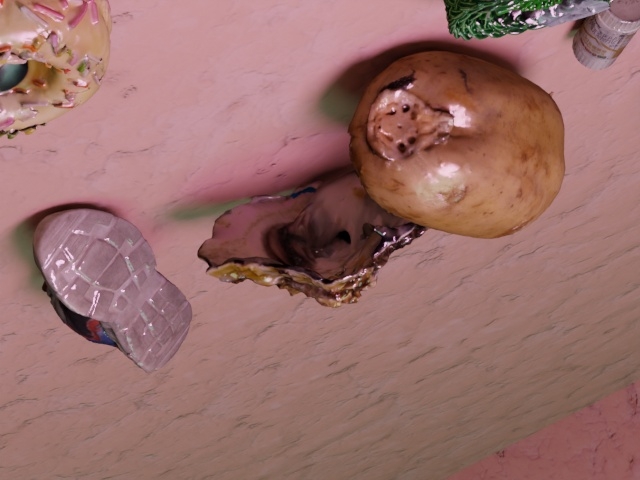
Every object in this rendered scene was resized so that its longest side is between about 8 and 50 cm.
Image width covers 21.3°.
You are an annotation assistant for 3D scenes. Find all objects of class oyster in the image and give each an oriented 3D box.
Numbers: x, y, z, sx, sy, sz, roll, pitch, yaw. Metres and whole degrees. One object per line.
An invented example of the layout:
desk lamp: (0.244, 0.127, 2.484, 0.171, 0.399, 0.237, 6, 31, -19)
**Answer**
oyster: (0.000, 0.000, 1.630, 0.223, 0.083, 0.214, -2, -159, 11)

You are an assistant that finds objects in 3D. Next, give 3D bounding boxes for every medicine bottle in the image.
medicine bottle: (0.265, -0.196, 1.552, 0.047, 0.047, 0.083, -14, 160, -20)

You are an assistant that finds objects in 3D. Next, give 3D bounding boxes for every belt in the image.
belt: (0.166, -0.218, 1.364, 0.151, 0.079, 0.121, -11, 171, 4)

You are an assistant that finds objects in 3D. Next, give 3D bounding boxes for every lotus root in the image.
lotus root: (0.138, -0.083, 1.552, 0.284, 0.146, 0.160, 12, 100, -57)

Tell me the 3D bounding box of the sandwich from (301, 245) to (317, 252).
sandwich: (-0.032, -0.006, 1.765, 0.093, 0.035, 0.105, -33, 156, 33)

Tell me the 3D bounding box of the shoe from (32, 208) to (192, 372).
shoe: (-0.219, 0.034, 1.630, 0.099, 0.125, 0.227, -52, 139, -15)

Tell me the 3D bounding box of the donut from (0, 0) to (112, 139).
donut: (-0.225, -0.128, 1.205, 0.175, 0.068, 0.174, -19, 161, -7)
